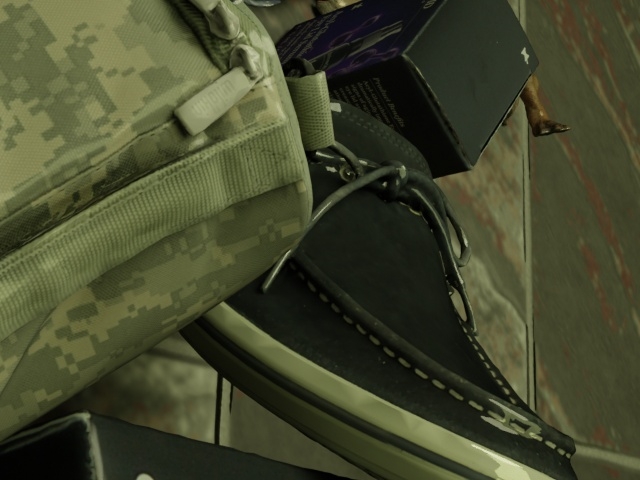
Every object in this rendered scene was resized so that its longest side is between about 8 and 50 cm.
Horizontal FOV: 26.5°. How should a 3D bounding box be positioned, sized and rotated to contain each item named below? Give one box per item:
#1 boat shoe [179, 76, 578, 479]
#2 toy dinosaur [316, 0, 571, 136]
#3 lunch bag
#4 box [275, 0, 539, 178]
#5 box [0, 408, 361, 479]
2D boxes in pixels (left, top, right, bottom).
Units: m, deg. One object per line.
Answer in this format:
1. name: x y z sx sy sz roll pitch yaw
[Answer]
1. boat shoe: 0.000 0.000 0.806 0.187 0.500 0.156 32 98 -36
2. toy dinosaur: 0.133 -0.189 1.284 0.296 0.127 0.200 6 68 -54
3. lunch bag: -0.175 -0.007 0.539 0.305 0.256 0.212 -33 122 -22
4. box: 0.045 -0.120 1.087 0.108 0.207 0.153 57 44 -22
5. box: -0.039 0.382 0.664 0.472 0.297 0.479 27 45 -54
